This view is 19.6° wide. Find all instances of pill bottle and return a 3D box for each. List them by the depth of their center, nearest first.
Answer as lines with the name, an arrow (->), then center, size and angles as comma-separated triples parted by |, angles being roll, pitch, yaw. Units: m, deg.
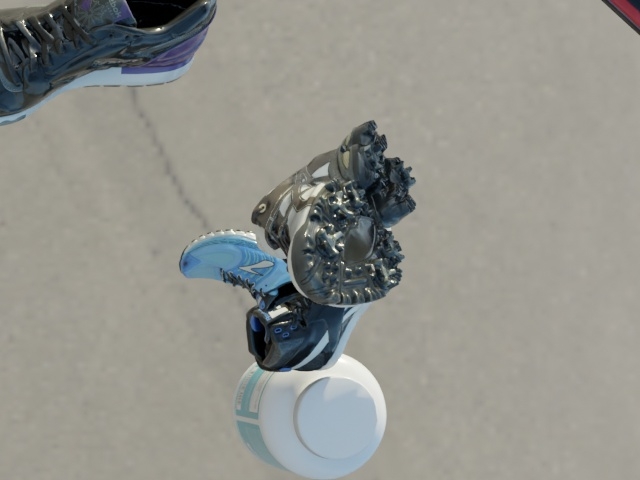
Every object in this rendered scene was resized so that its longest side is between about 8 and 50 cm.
pill bottle -> -0.010, 0.200, 2.139 | 0.264, 0.146, 0.146 | 170, -81, -77

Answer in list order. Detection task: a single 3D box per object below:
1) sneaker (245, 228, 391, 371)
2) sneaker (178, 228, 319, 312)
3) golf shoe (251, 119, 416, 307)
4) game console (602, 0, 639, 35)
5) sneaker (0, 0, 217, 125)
sneaker -> -0.008, 0.056, 1.958 | 0.121, 0.079, 0.217 | -6, 127, -42
sneaker -> -0.064, 0.033, 1.834 | 0.063, 0.162, 0.073 | 63, 32, -66
golf shoe -> 0.000, 0.000, 1.130 | 0.077, 0.094, 0.198 | 58, 21, -12
game console -> 0.259, -0.220, 1.328 | 0.386, 0.060, 0.342 | 39, 28, -19
sneaker -> -0.226, -0.189, 1.647 | 0.283, 0.124, 0.107 | -18, 76, -29
